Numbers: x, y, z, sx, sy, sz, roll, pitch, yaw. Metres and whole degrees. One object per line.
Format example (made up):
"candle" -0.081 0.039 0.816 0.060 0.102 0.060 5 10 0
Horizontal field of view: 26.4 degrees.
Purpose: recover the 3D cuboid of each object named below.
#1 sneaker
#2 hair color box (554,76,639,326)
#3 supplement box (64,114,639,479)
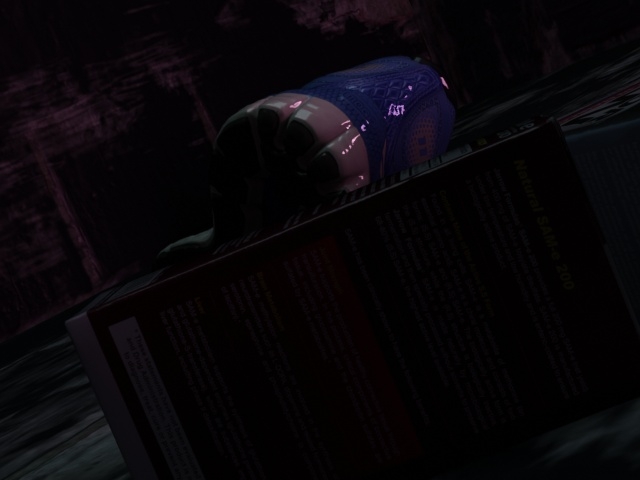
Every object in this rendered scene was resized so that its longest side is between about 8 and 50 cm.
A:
"sneaker" 0.000 0.000 0.833 0.147 0.130 0.330 -32 -10 -29
"hair color box" 0.243 -0.043 0.655 0.185 0.114 0.374 -26 7 -25
"supplement box" 0.019 0.045 0.638 0.239 0.130 0.073 -22 6 7
